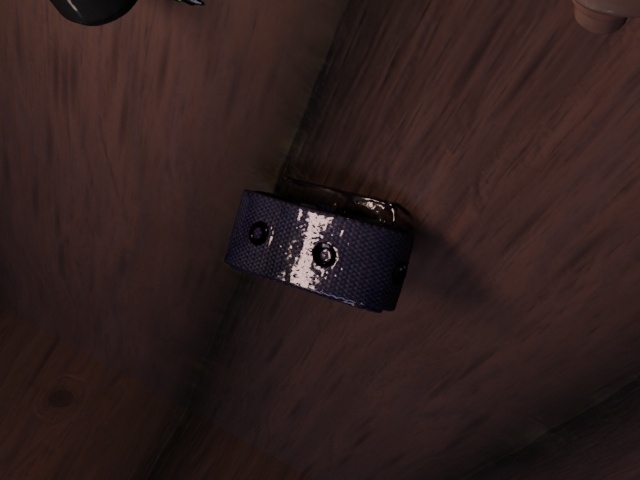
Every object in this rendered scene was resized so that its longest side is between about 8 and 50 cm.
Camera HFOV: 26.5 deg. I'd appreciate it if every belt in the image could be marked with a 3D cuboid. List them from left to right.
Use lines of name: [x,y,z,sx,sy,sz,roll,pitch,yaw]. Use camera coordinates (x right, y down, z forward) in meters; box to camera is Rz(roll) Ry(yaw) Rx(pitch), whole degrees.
belt: [0.000,0.000,1.593,0.231,0.126,0.140,15,-178,31]

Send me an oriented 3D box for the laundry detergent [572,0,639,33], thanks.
laundry detergent: [0.242,-0.205,0.914,0.171,0.076,0.237,23,158,14]

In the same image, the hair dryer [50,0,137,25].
hair dryer: [-0.130,-0.269,1.209,0.352,0.107,0.189,10,154,27]

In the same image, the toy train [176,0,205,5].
toy train: [-0.133,-0.291,1.014,0.301,0.202,0.120,17,143,25]
